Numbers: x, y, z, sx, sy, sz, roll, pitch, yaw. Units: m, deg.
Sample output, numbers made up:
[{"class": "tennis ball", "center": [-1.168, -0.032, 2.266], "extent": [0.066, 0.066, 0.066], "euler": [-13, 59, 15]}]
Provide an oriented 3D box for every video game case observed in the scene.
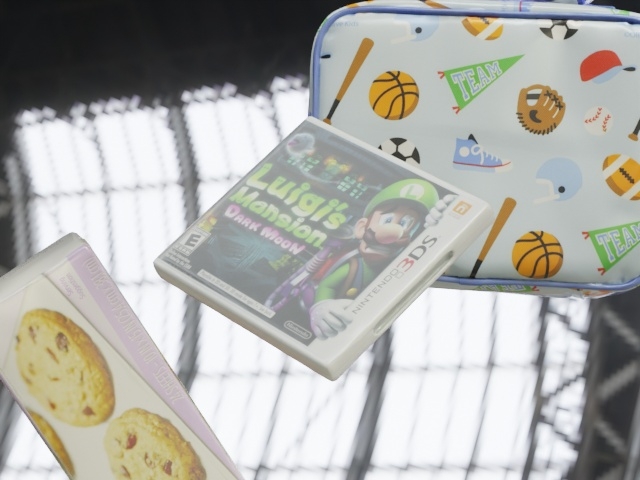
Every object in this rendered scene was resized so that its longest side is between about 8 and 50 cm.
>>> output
[{"class": "video game case", "center": [0.000, 0.000, 1.395], "extent": [0.190, 0.173, 0.022], "euler": [28, -27, 39]}]

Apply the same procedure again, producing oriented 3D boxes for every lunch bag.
[{"class": "lunch bag", "center": [0.139, -0.079, 1.524], "extent": [0.303, 0.243, 0.115], "euler": [4, -1, 8]}]

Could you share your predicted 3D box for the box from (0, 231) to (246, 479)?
[{"class": "box", "center": [-0.045, 0.145, 0.866], "extent": [0.324, 0.067, 0.063], "euler": [58, -7, -12]}]
